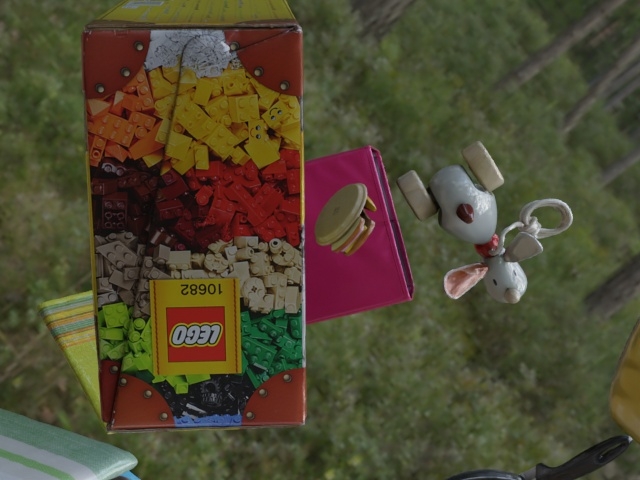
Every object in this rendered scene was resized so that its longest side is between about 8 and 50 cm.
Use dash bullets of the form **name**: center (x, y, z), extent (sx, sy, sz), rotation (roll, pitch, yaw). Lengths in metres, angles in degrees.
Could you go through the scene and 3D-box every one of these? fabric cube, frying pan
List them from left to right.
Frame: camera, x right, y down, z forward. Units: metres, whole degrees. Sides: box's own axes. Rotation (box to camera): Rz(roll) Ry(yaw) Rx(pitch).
- **fabric cube**: center (0.000, 0.000, 1.935), extent (0.254, 0.258, 0.259), rotation (-19, 94, -84)
- **frying pan**: center (0.233, 0.317, 1.489), extent (0.197, 0.326, 0.053), rotation (14, 39, -11)

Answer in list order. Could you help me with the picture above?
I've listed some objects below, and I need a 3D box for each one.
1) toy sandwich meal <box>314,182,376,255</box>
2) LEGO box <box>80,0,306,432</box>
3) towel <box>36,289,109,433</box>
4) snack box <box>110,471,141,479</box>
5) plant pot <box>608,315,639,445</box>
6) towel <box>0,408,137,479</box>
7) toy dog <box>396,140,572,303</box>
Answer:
- **toy sandwich meal**: center (0.028, -0.022, 1.201), extent (0.029, 0.085, 0.085), rotation (37, 9, -23)
- **LEGO box**: center (-0.123, -0.067, 1.255), extent (0.500, 0.193, 0.372), rotation (-103, -167, -74)
- **towel**: center (-0.310, 0.169, 1.652), extent (0.237, 0.102, 0.021), rotation (54, -41, 28)
- **snack box**: center (-0.252, 0.352, 1.180), extent (0.187, 0.060, 0.322), rotation (33, 27, 17)
- **plant pot**: center (0.340, 0.111, 0.784), extent (0.239, 0.254, 0.254), rotation (32, -8, 30)
- **towel**: center (-0.346, 0.198, 0.923), extent (0.248, 0.038, 0.325), rotation (10, 13, 30)
- **toy dog**: center (0.269, -0.006, 1.901), extent (0.334, 0.220, 0.161), rotation (33, 24, -28)
